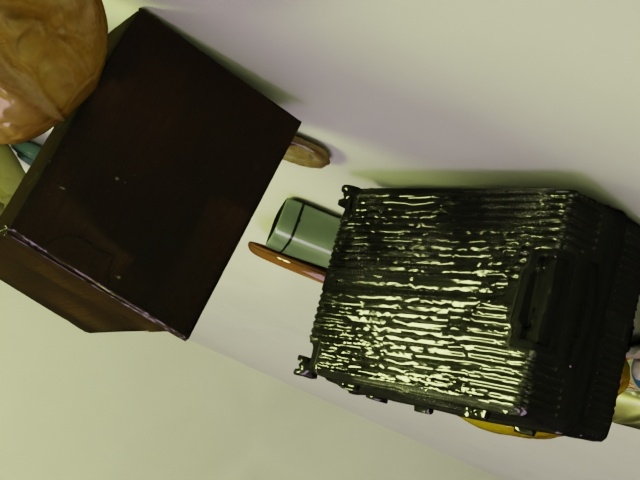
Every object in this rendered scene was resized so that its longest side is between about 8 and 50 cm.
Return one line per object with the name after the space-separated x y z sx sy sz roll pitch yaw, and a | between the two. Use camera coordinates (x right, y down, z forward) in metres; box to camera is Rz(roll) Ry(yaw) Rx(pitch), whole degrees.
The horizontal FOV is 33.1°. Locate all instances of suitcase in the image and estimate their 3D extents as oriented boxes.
0.149 0.066 1.101 0.152 0.230 0.335 23 167 -39 | suitcase

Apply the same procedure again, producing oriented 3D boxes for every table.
-0.209 -0.051 1.097 0.196 0.251 0.282 33 160 -23 | table

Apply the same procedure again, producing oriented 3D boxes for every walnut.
-0.282 -0.182 0.881 0.193 0.193 0.225 10 162 39 | walnut

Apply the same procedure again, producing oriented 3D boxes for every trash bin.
0.000 0.000 1.415 0.130 0.059 0.116 22 168 -6 | trash bin

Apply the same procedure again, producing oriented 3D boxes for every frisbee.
0.011 0.051 1.549 0.251 0.021 0.251 22 -179 0 | frisbee

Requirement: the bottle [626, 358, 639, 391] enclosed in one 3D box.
0.431 0.175 1.436 0.060 0.060 0.217 25 165 -16 | bottle

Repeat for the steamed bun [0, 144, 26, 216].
-0.537 -0.108 1.580 0.273 0.166 0.232 37 -177 37 | steamed bun

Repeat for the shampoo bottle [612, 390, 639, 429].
0.511 0.241 1.523 0.350 0.084 0.125 10 164 41 | shampoo bottle

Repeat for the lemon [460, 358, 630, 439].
0.237 0.133 1.276 0.260 0.204 0.204 15 165 23 | lemon

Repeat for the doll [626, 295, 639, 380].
0.333 0.082 1.139 0.192 0.149 0.095 23 127 -38 | doll

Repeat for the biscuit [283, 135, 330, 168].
-0.058 -0.111 1.171 0.147 0.018 0.071 20 167 -3 | biscuit

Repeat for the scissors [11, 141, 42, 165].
-0.326 -0.066 1.709 0.191 0.029 0.360 15 167 40 | scissors
